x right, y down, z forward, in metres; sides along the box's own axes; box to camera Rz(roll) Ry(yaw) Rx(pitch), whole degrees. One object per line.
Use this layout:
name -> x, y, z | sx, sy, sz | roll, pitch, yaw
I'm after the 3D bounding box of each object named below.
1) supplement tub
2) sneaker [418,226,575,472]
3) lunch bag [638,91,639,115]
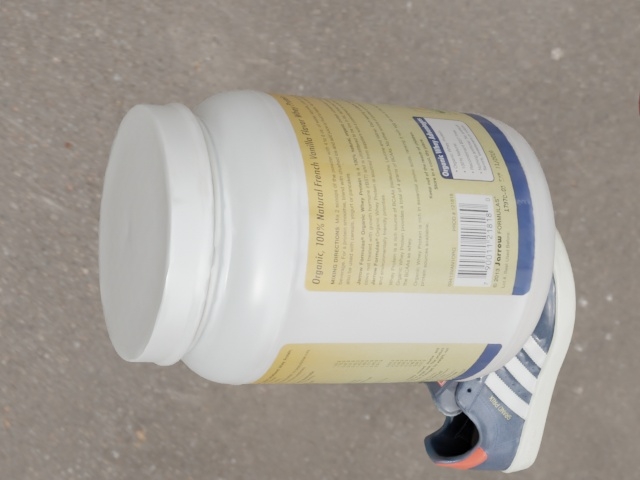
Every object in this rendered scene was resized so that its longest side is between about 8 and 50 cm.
supplement tub -> 0.000, 0.000, 0.915 | 0.316, 0.228, 0.228 | 3, 101, -26
sneaker -> 0.199, 0.132, 1.366 | 0.148, 0.131, 0.350 | -2, 113, -15
lunch bag -> 0.509, -0.213, 1.236 | 0.293, 0.120, 0.258 | 9, 100, -9
